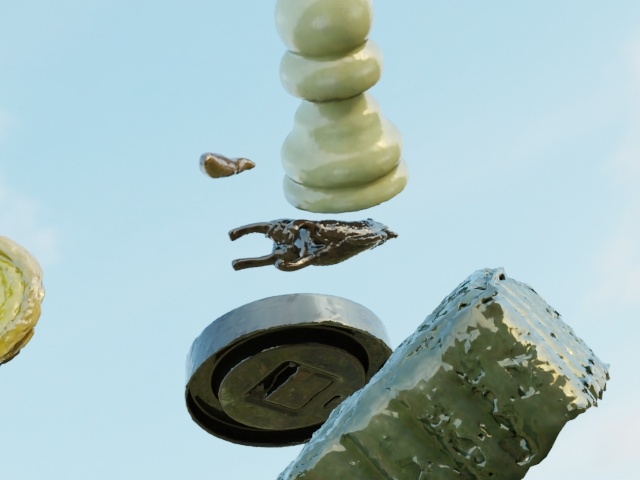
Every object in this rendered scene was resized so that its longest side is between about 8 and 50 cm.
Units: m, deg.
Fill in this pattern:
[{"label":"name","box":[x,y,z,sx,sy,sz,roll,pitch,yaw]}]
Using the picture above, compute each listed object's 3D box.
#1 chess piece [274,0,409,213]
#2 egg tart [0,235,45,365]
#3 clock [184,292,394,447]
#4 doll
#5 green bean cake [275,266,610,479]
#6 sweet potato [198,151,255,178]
[{"label":"chess piece","box":[0.013,-0.170,1.572,0.144,0.144,0.251,-21,-58,-21]},{"label":"egg tart","box":[-0.371,0.079,1.494,0.191,0.191,0.074,-28,-32,-10]},{"label":"clock","box":[-0.038,0.169,1.858,0.281,0.055,0.280,-7,-39,-6]},{"label":"doll","box":[0.000,0.000,1.598,0.165,0.057,0.139,-7,2,-33]},{"label":"green bean cake","box":[0.079,0.142,1.048,0.255,0.132,0.241,-44,-5,14]},{"label":"sweet potato","box":[-0.090,-0.069,1.347,0.026,0.026,0.115,-40,-10,14]}]
